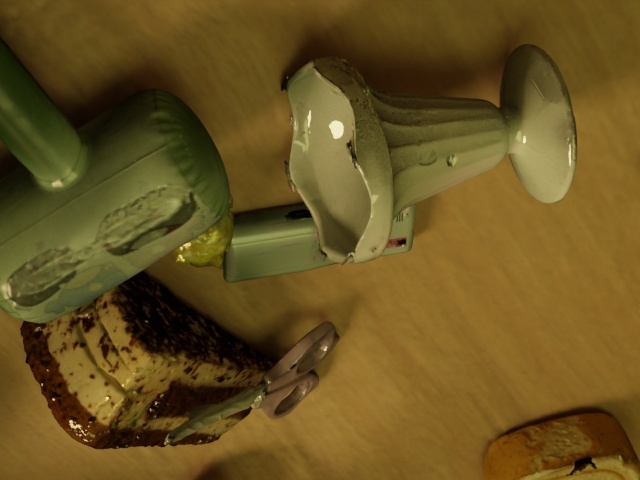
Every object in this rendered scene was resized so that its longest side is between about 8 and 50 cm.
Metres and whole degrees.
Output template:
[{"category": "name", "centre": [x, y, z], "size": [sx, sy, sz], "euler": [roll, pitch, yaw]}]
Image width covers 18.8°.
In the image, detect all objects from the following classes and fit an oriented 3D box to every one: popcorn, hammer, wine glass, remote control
[{"category": "popcorn", "centre": [-0.097, -0.018, 1.538], "size": [0.059, 0.068, 0.083], "euler": [-13, 97, -40]}, {"category": "hammer", "centre": [-0.222, -0.096, 1.400], "size": [0.206, 0.119, 0.335], "euler": [-31, 125, 7]}, {"category": "wine glass", "centre": [0.085, -0.077, 1.489], "size": [0.196, 0.165, 0.165], "euler": [-13, 132, -16]}, {"category": "remote control", "centre": [0.000, 0.000, 1.604], "size": [0.166, 0.029, 0.065], "euler": [-9, 130, -13]}]

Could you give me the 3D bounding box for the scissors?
[{"category": "scissors", "centre": [-0.062, 0.131, 1.633], "size": [0.212, 0.021, 0.110], "euler": [-21, 145, -47]}]

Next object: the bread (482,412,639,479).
[{"category": "bread", "centre": [0.235, 0.232, 1.857], "size": [0.149, 0.073, 0.122], "euler": [-14, 134, -8]}]

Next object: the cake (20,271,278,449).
[{"category": "cake", "centre": [-0.123, 0.128, 1.599], "size": [0.112, 0.135, 0.246], "euler": [-40, 131, 14]}]
